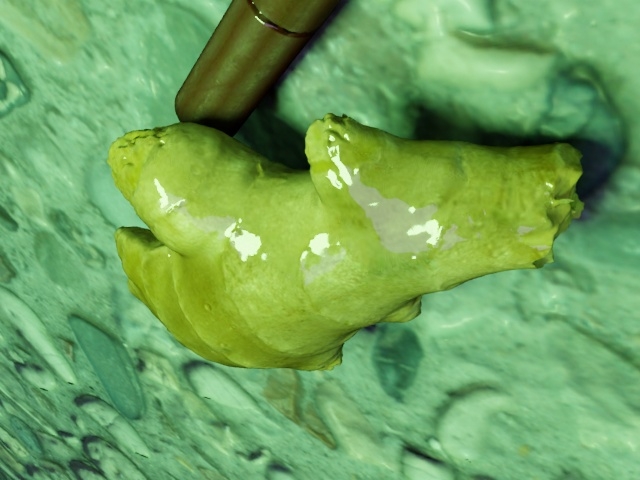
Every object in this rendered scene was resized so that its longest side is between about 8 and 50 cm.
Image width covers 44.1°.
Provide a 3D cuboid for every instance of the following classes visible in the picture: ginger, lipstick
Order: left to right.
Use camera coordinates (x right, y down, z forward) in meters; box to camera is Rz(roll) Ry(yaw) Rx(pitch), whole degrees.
[{"bbox_3d":[-0.015,-0.020,0.564,0.375,0.166,0.236,-37,94,35],"label":"ginger"},{"bbox_3d":[0.003,-0.168,0.445,0.057,0.057,0.357,43,141,-5],"label":"lipstick"}]
